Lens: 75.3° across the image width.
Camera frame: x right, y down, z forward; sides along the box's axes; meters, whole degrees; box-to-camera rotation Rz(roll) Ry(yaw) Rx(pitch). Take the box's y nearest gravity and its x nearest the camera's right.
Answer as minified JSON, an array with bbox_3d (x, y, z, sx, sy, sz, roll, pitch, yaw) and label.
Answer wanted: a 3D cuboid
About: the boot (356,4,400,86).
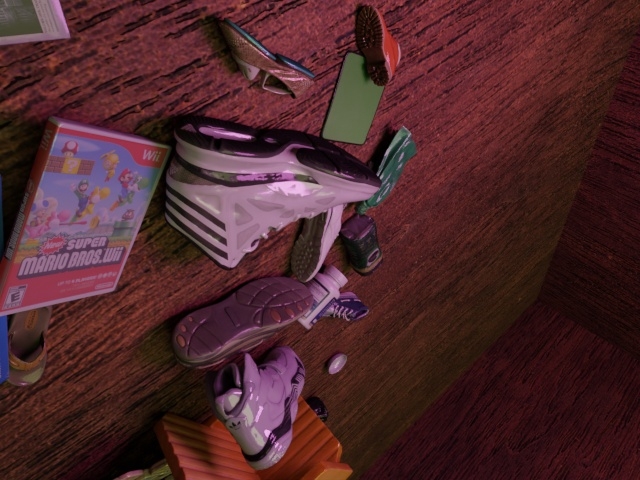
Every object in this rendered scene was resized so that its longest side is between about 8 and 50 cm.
[{"bbox_3d":[0.123,-0.410,0.852,0.084,0.059,0.157,-55,142,-26],"label":"boot"}]

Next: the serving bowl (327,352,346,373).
[{"bbox_3d":[0.053,0.428,1.459,0.083,0.027,0.083,-27,136,-30],"label":"serving bowl"}]

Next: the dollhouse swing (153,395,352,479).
[{"bbox_3d":[-0.169,0.491,1.035,0.315,0.347,0.304,-38,129,-17],"label":"dollhouse swing"}]

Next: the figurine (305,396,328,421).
[{"bbox_3d":[-0.094,0.677,1.472,0.210,0.092,0.214,-12,128,-30],"label":"figurine"}]

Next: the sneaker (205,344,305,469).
[{"bbox_3d":[-0.151,0.337,1.012,0.138,0.365,0.210,-28,110,14],"label":"sneaker"}]

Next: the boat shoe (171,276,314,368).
[{"bbox_3d":[-0.179,0.189,0.974,0.356,0.132,0.130,-16,152,-34],"label":"boat shoe"}]

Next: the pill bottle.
[{"bbox_3d":[-0.008,0.147,1.118,0.169,0.094,0.094,-46,142,-9],"label":"pill bottle"}]

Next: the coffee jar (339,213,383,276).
[{"bbox_3d":[0.118,0.018,1.157,0.096,0.079,0.184,-42,140,-18],"label":"coffee jar"}]

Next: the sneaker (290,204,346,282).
[{"bbox_3d":[0.000,0.000,1.023,0.095,0.090,0.235,-10,128,-53],"label":"sneaker"}]

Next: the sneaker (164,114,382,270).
[{"bbox_3d":[-0.094,-0.078,0.831,0.448,0.169,0.257,2,127,-38],"label":"sneaker"}]

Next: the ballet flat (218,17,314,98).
[{"bbox_3d":[-0.094,-0.294,0.704,0.206,0.073,0.067,13,123,-46],"label":"ballet flat"}]

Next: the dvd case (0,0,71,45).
[{"bbox_3d":[-0.410,-0.286,0.414,0.239,0.030,0.179,-26,135,-31],"label":"dvd case"}]

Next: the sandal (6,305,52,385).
[{"bbox_3d":[-0.485,0.176,0.687,0.072,0.049,0.180,4,116,-47],"label":"sandal"}]

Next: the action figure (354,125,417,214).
[{"bbox_3d":[0.159,-0.167,1.065,0.232,0.064,0.137,-57,144,0],"label":"action figure"}]

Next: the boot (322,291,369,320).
[{"bbox_3d":[0.060,0.204,1.240,0.190,0.086,0.069,-9,125,-42],"label":"boot"}]

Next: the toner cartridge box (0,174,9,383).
[{"bbox_3d":[-0.500,0.079,0.520,0.165,0.075,0.347,-41,152,-62],"label":"toner cartridge box"}]

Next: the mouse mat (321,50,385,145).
[{"bbox_3d":[0.080,-0.307,0.920,0.153,0.007,0.189,-4,123,-44],"label":"mouse mat"}]

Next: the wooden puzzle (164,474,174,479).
[{"bbox_3d":[-0.366,0.759,1.242,0.322,0.080,0.347,-1,122,-45],"label":"wooden puzzle"}]

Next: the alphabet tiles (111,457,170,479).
[{"bbox_3d":[-0.449,0.585,0.983,0.284,0.021,0.278,-28,154,-2],"label":"alphabet tiles"}]

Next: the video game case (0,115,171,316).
[{"bbox_3d":[-0.349,-0.030,0.621,0.285,0.025,0.204,-63,164,13],"label":"video game case"}]
